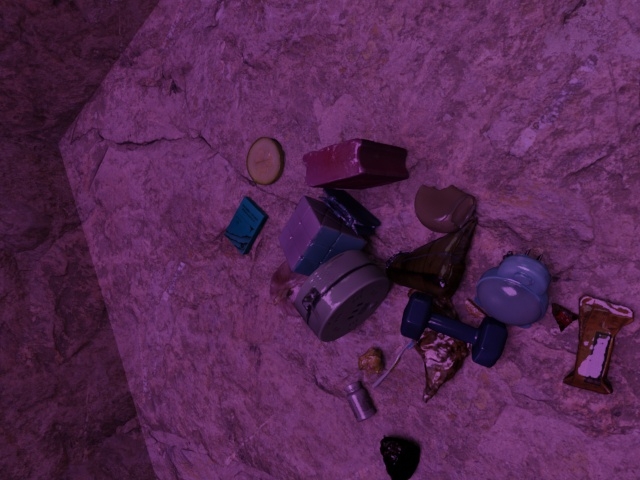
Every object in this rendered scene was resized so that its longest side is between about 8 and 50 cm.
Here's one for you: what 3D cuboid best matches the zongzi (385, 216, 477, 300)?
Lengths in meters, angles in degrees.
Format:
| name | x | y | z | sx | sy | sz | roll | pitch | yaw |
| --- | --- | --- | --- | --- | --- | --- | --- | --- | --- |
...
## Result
| name | x | y | z | sx | sy | sz | roll | pitch | yaw |
| --- | --- | --- | --- | --- | --- | --- | --- | --- | --- |
| zongzi | 0.392 | 0.036 | 1.599 | 0.286 | 0.138 | 0.300 | 14 | 75 | 50 |

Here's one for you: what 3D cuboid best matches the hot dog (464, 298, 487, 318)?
| name | x | y | z | sx | sy | sz | roll | pitch | yaw |
| --- | --- | --- | --- | --- | --- | --- | --- | --- | --- |
| hot dog | 0.520 | 0.236 | 1.546 | 0.090 | 0.030 | 0.034 | 46 | 116 | 26 |

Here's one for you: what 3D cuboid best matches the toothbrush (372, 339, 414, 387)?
| name | x | y | z | sx | sy | sz | roll | pitch | yaw |
| --- | --- | --- | --- | --- | --- | --- | --- | --- | --- |
| toothbrush | 0.272 | 0.470 | 1.731 | 0.263 | 0.022 | 0.026 | -54 | 51 | 23 |

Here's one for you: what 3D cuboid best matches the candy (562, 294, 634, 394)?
| name | x | y | z | sx | sy | sz | roll | pitch | yaw |
| --- | --- | --- | --- | --- | --- | --- | --- | --- | --- |
| candy | 0.797 | 0.301 | 1.313 | 0.143 | 0.101 | 0.272 | 12 | 92 | 37 |

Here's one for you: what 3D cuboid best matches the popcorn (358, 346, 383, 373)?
| name | x | y | z | sx | sy | sz | roll | pitch | yaw |
| --- | --- | --- | --- | --- | --- | --- | --- | --- | --- |
| popcorn | 0.191 | 0.460 | 1.746 | 0.096 | 0.109 | 0.089 | -2 | 53 | 2 |

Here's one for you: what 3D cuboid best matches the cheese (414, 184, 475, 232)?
| name | x | y | z | sx | sy | sz | roll | pitch | yaw |
| --- | --- | --- | --- | --- | --- | --- | --- | --- | --- |
| cheese | 0.406 | -0.120 | 1.560 | 0.175 | 0.091 | 0.202 | -50 | 49 | 1 |

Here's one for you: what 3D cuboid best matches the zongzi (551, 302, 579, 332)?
| name | x | y | z | sx | sy | sz | roll | pitch | yaw |
| --- | --- | --- | --- | --- | --- | --- | --- | --- | --- |
| zongzi | 0.747 | 0.229 | 1.383 | 0.073 | 0.067 | 0.083 | -26 | 94 | 21 |

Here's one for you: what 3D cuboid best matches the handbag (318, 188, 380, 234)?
| name | x | y | z | sx | sy | sz | roll | pitch | yaw |
| --- | --- | --- | --- | --- | --- | --- | --- | --- | --- |
| handbag | 0.109 | -0.109 | 1.743 | 0.229 | 0.179 | 0.062 | 44 | 114 | 24 |

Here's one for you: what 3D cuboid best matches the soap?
| name | x | y | z | sx | sy | sz | roll | pitch | yaw |
| --- | --- | --- | --- | --- | --- | --- | --- | --- | --- |
| soap | 0.135 | -0.262 | 1.613 | 0.232 | 0.359 | 0.128 | -8 | 89 | 35 |

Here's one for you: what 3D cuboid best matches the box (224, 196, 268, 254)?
| name | x | y | z | sx | sy | sz | roll | pitch | yaw |
| --- | --- | --- | --- | --- | --- | --- | --- | --- | --- |
| box | -0.354 | -0.070 | 2.153 | 0.161 | 0.042 | 0.226 | 44 | 114 | 28 |

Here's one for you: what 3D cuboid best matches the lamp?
| name | x | y | z | sx | sy | sz | roll | pitch | yaw |
| --- | --- | --- | --- | --- | --- | --- | --- | --- | --- |
| lamp | 0.586 | 0.154 | 1.382 | 0.209 | 0.147 | 0.284 | 28 | 131 | 18 |

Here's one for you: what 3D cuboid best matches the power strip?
| name | x | y | z | sx | sy | sz | roll | pitch | yaw |
| --- | --- | --- | --- | --- | --- | --- | --- | --- | --- |
| power strip | 0.074 | 0.206 | 1.661 | 0.161 | 0.357 | 0.358 | 48 | 116 | 27 |

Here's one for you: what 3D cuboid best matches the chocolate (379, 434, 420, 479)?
| name | x | y | z | sx | sy | sz | roll | pitch | yaw |
| --- | --- | --- | --- | --- | --- | --- | --- | --- | --- |
| chocolate | 0.273 | 0.785 | 1.683 | 0.133 | 0.156 | 0.156 | 21 | 103 | 53 |

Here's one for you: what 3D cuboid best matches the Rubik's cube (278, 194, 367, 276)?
| name | x | y | z | sx | sy | sz | roll | pitch | yaw |
| --- | --- | --- | --- | --- | --- | --- | --- | --- | --- |
| Rubik's cube | 0.000 | 0.000 | 1.755 | 0.225 | 0.231 | 0.221 | -55 | 37 | 22 |

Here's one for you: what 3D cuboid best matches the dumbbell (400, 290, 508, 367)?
| name | x | y | z | sx | sy | sz | roll | pitch | yaw |
| --- | --- | --- | --- | --- | --- | --- | --- | --- | --- |
| dumbbell | 0.426 | 0.284 | 1.480 | 0.324 | 0.144 | 0.160 | 19 | 74 | 13 |

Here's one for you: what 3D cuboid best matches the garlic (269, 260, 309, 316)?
| name | x | y | z | sx | sy | sz | roll | pitch | yaw |
| --- | --- | --- | --- | --- | --- | --- | --- | --- | --- |
| garlic | -0.125 | 0.210 | 1.874 | 0.244 | 0.253 | 0.245 | 5 | 100 | 29 |

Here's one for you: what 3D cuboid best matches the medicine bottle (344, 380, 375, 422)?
| name | x | y | z | sx | sy | sz | roll | pitch | yaw |
| --- | --- | --- | --- | --- | --- | --- | --- | --- | --- |
| medicine bottle | 0.150 | 0.626 | 1.783 | 0.079 | 0.079 | 0.140 | -36 | 71 | 30 |

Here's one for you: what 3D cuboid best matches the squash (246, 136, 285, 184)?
| name | x | y | z | sx | sy | sz | roll | pitch | yaw |
| --- | --- | --- | --- | --- | --- | --- | --- | --- | --- |
| squash | -0.254 | -0.358 | 2.080 | 0.219 | 0.041 | 0.220 | 0 | 91 | 36 |

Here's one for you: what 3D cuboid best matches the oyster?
| name | x | y | z | sx | sy | sz | roll | pitch | yaw |
| --- | --- | --- | --- | --- | --- | --- | --- | --- | --- |
| oyster | 0.408 | 0.352 | 1.585 | 0.204 | 0.111 | 0.397 | -17 | 77 | 31 |

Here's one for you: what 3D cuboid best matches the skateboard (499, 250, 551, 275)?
| name | x | y | z | sx | sy | sz | roll | pitch | yaw |
| --- | --- | --- | --- | --- | --- | --- | --- | --- | --- |
| skateboard | 0.642 | 0.098 | 1.444 | 0.151 | 0.067 | 0.080 | 25 | 114 | 29 |
